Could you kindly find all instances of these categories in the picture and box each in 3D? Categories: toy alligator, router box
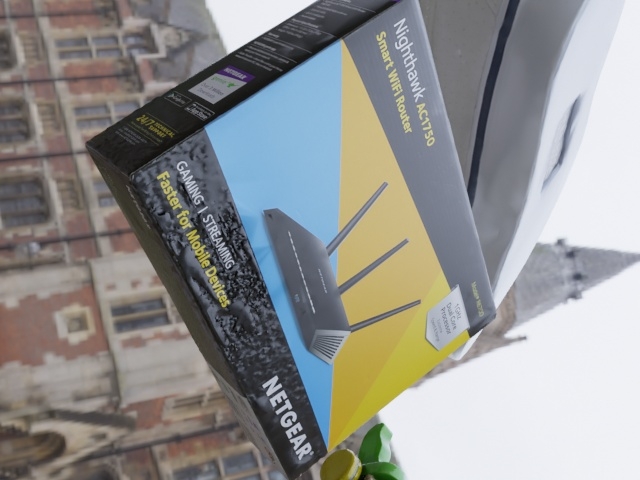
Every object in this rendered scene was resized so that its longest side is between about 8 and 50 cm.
[{"bbox_3d":[0.010,0.200,0.599,0.051,0.190,0.056,-4,-47,50],"label":"toy alligator"},{"bbox_3d":[0.000,0.000,0.398,0.046,0.133,0.179,34,-27,47],"label":"router box"}]

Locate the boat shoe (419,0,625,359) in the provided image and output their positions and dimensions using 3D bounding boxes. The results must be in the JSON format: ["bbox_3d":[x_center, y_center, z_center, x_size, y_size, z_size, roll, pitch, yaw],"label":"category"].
[{"bbox_3d":[0.068,-0.059,0.582,0.156,0.136,0.367,30,-26,19],"label":"boat shoe"}]
